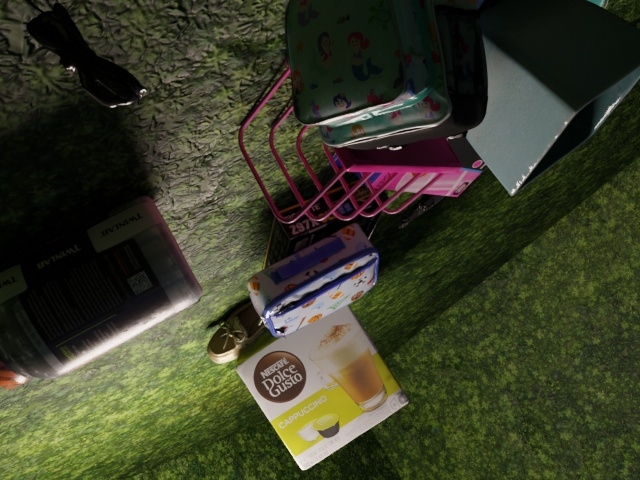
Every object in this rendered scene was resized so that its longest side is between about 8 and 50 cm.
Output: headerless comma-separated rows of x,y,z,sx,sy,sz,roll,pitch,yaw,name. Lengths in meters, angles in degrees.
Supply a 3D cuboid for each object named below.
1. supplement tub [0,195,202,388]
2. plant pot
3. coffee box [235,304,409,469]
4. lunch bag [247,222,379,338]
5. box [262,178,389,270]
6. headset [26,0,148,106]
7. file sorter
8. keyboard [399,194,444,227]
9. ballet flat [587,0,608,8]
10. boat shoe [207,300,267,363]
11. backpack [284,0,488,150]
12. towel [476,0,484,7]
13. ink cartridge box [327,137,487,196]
-0.359,0.081,0.988,0.316,0.193,0.193,-29,160,-12,supplement tub
0.366,-0.283,1.122,0.248,0.252,0.247,-35,163,-24,plant pot
-0.009,0.361,1.816,0.338,0.334,0.338,-32,-176,-3,coffee box
-0.016,0.094,1.436,0.303,0.115,0.243,-29,158,-12,lunch bag
0.000,0.000,1.509,0.257,0.079,0.322,-22,158,-21,box
-0.085,-0.293,0.544,0.394,0.185,0.243,-44,160,-2,headset
0.044,-0.149,1.049,0.291,0.202,0.182,-6,152,-48,file sorter
0.300,-0.113,1.659,0.201,0.033,0.317,-34,174,-17,keyboard
0.536,-0.485,1.220,0.052,0.057,0.168,-40,162,-10,ballet flat
-0.184,0.207,1.695,0.285,0.104,0.089,-40,157,-10,boat shoe
0.072,-0.248,0.783,0.225,0.253,0.191,-4,179,44,backpack
0.235,-0.382,1.044,0.067,0.029,0.119,-13,152,-44,towel
0.208,-0.179,1.332,0.371,0.069,0.176,4,141,-38,ink cartridge box
